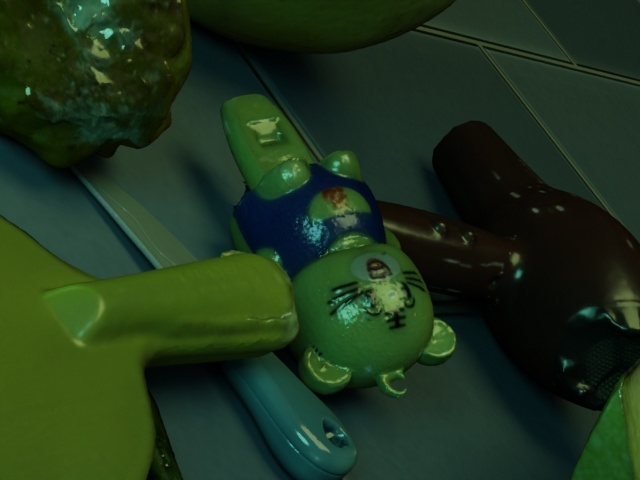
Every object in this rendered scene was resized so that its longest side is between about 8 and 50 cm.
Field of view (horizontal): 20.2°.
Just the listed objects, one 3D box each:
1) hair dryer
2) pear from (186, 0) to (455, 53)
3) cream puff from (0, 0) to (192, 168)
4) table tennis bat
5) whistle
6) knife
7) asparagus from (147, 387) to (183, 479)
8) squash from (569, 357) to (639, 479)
[{"bbox_3d":[0.069,-0.016,1.264,0.340,0.123,0.312,15,26,-33],"label":"hair dryer"},{"bbox_3d":[-0.008,-0.280,1.292,0.309,0.309,0.309,37,25,-20],"label":"pear"},{"bbox_3d":[-0.142,-0.110,1.012,0.146,0.146,0.116,40,-15,-14],"label":"cream puff"},{"bbox_3d":[-0.136,0.044,0.830,0.224,0.054,0.369,52,30,20],"label":"table tennis bat"},{"bbox_3d":[0.000,0.000,1.084,0.105,0.085,0.227,-11,60,-29],"label":"whistle"},{"bbox_3d":[-0.062,0.041,1.012,0.244,0.032,0.058,50,25,21],"label":"knife"},{"bbox_3d":[-0.049,0.160,0.836,0.023,0.022,0.233,89,-24,-52],"label":"asparagus"},{"bbox_3d":[0.239,0.182,1.125,0.155,0.204,0.237,30,16,22],"label":"squash"}]
